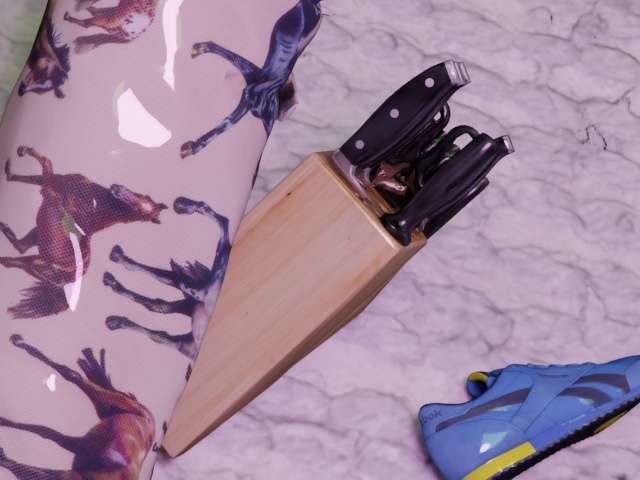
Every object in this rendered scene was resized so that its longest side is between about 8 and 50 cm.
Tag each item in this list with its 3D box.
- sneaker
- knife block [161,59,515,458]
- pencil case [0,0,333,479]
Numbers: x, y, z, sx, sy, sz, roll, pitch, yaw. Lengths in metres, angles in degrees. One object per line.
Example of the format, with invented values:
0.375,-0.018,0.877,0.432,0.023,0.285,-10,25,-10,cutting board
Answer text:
0.163,0.110,1.376,0.209,0.069,0.082,-21,70,-30,sneaker
0.000,0.000,1.263,0.276,0.242,0.088,-36,80,-32,knife block
-0.123,0.004,1.174,0.183,0.160,0.410,20,86,-28,pencil case
